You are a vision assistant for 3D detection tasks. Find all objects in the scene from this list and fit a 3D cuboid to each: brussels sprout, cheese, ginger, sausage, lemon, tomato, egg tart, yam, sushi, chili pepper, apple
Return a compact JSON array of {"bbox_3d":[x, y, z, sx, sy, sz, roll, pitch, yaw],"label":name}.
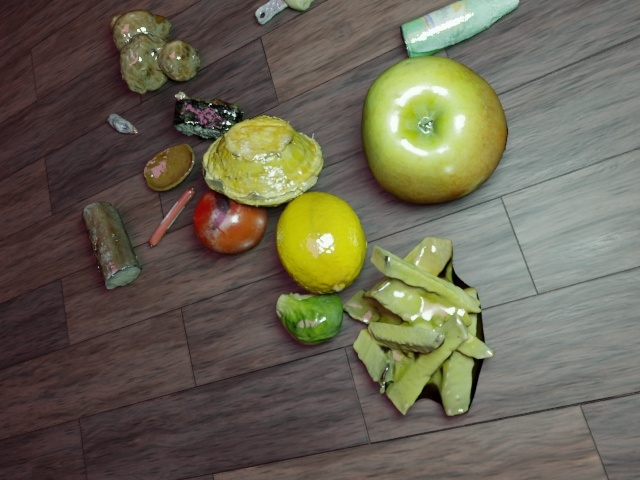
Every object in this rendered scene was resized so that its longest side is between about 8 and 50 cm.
[{"bbox_3d":[-0.028,0.203,1.188,0.183,0.131,0.145,-10,74,18],"label":"brussels sprout"},{"bbox_3d":[-0.079,-0.758,1.365,0.286,0.082,0.163,-33,72,18],"label":"cheese"},{"bbox_3d":[-0.584,-0.649,1.515,0.256,0.176,0.375,-37,69,-5],"label":"ginger"},{"bbox_3d":[-0.485,-0.077,1.466,0.034,0.034,0.253,44,101,21],"label":"sausage"},{"bbox_3d":[0.203,0.213,1.055,0.358,0.211,0.413,-13,79,22],"label":"ginger"},{"bbox_3d":[0.001,0.004,1.148,0.236,0.236,0.263,-40,33,13],"label":"lemon"},{"bbox_3d":[-0.263,-0.062,1.290,0.208,0.184,0.208,-2,84,23],"label":"tomato"},{"bbox_3d":[-0.161,-0.238,1.228,0.341,0.132,0.341,-1,52,1],"label":"egg tart"},{"bbox_3d":[-0.693,0.012,1.493,0.131,0.131,0.280,-33,72,15],"label":"yam"},{"bbox_3d":[-0.344,-0.376,1.400,0.212,0.147,0.115,8,80,6],"label":"sushi"},{"bbox_3d":[-0.710,-0.412,1.598,0.153,0.041,0.050,33,138,22],"label":"chili pepper"},{"bbox_3d":[0.257,-0.256,1.037,0.338,0.305,0.339,-3,81,20],"label":"apple"}]

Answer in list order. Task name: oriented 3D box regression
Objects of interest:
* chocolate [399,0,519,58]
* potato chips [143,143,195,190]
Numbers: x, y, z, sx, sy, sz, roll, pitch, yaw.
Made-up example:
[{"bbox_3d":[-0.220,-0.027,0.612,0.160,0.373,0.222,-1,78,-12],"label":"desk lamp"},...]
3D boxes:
[{"bbox_3d":[0.354,-0.562,1.151,0.291,0.110,0.110,-19,76,17],"label":"chocolate"},{"bbox_3d":[-0.489,-0.235,1.479,0.201,0.049,0.150,-31,69,18],"label":"potato chips"}]
